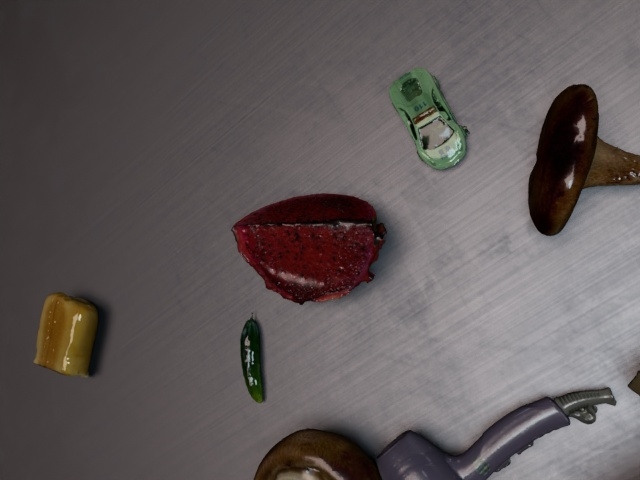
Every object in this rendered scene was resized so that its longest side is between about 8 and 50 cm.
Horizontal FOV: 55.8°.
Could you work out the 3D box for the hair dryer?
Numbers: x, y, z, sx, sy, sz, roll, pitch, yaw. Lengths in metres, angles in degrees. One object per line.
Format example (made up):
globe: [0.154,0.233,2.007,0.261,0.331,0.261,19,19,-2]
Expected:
hair dryer: [0.292,0.344,0.880,0.361,0.121,0.301,-43,76,9]

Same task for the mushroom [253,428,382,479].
mushroom: [-0.005,0.431,0.968,0.253,0.153,0.253,-4,83,30]

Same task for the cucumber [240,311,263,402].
cucumber: [-0.129,0.217,1.122,0.039,0.039,0.168,-10,80,24]

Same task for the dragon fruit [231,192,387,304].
dragon fruit: [0.000,0.000,1.037,0.261,0.163,0.189,-1,54,22]

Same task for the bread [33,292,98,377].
bread: [-0.535,0.201,1.288,0.134,0.085,0.173,12,90,29]

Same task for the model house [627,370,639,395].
model house: [0.462,0.243,0.756,0.176,0.181,0.248,40,95,27]

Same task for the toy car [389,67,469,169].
toy car: [0.183,-0.209,1.021,0.093,0.058,0.186,-29,72,17]

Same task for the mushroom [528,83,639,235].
mushroom: [0.423,-0.101,0.870,0.217,0.148,0.227,14,95,10]
